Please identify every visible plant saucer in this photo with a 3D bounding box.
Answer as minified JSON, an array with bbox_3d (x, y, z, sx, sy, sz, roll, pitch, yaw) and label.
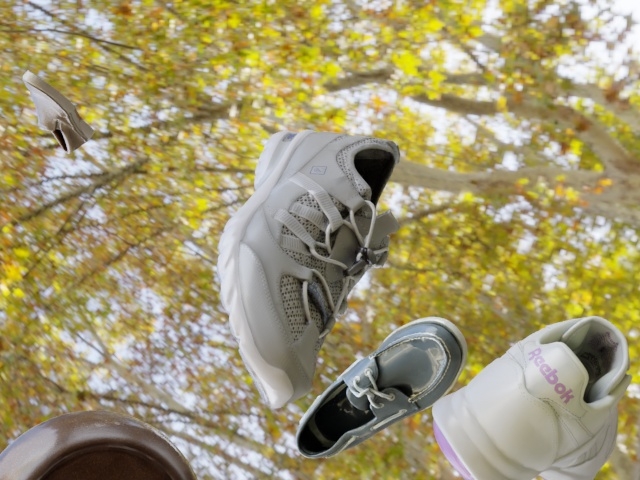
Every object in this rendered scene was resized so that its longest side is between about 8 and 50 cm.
[{"bbox_3d":[-0.264,0.358,1.299,0.310,0.050,0.311,7,-103,-32],"label":"plant saucer"}]

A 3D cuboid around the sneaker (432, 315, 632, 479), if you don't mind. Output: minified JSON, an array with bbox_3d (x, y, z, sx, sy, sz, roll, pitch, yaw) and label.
[{"bbox_3d":[0.212,0.133,0.902,0.152,0.114,0.305,-44,-21,20],"label":"sneaker"}]

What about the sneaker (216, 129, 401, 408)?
[{"bbox_3d":[0.000,0.000,0.816,0.115,0.281,0.105,-8,-49,17],"label":"sneaker"}]

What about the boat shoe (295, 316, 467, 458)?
[{"bbox_3d":[0.079,0.218,1.528,0.116,0.319,0.099,53,-142,4],"label":"boat shoe"}]

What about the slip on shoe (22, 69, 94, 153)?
[{"bbox_3d":[-0.309,-0.146,1.260,0.041,0.051,0.135,-51,-23,-10],"label":"slip on shoe"}]
